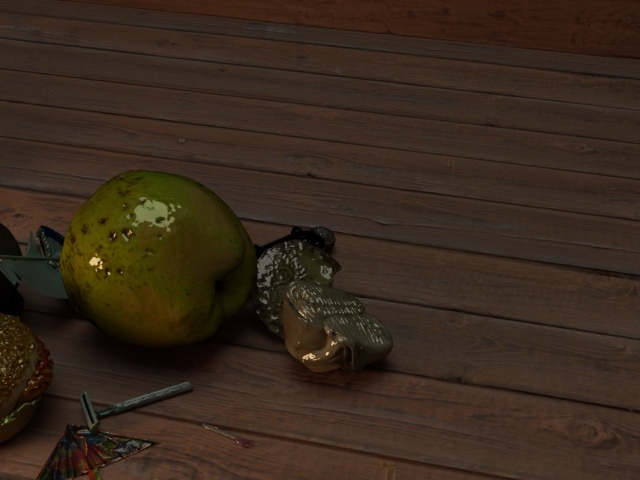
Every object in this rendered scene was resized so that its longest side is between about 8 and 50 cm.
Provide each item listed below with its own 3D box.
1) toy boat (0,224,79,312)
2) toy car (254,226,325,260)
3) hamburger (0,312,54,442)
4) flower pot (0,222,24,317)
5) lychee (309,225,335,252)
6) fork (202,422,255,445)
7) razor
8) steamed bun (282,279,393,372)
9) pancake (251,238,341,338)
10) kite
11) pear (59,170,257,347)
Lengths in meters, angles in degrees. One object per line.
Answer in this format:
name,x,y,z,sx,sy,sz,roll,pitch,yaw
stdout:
toy boat,-0.572,0.058,1.860,0.067,0.220,0.291,-31,-9,8
toy car,-0.081,0.050,2.017,0.210,0.108,0.089,-25,40,-38
hamburger,-0.647,0.248,1.647,0.294,0.179,0.276,-13,38,-20
flower pot,-0.772,0.084,1.849,0.302,0.213,0.301,1,34,0
lychee,0.000,0.000,2.119,0.083,0.067,0.068,-15,29,-41
fork,-0.170,0.360,1.651,0.115,0.012,0.016,14,33,25
razor,-0.346,0.306,1.707,0.211,0.035,0.084,-10,43,-25
steamed bun,0.015,0.193,1.785,0.218,0.144,0.211,7,33,-47
pancake,-0.046,0.107,1.899,0.212,0.029,0.235,8,66,-13
kite,-0.412,0.384,1.605,0.241,0.014,0.183,-14,39,-23
pear,-0.313,0.041,1.812,0.391,0.390,0.391,1,35,-1
